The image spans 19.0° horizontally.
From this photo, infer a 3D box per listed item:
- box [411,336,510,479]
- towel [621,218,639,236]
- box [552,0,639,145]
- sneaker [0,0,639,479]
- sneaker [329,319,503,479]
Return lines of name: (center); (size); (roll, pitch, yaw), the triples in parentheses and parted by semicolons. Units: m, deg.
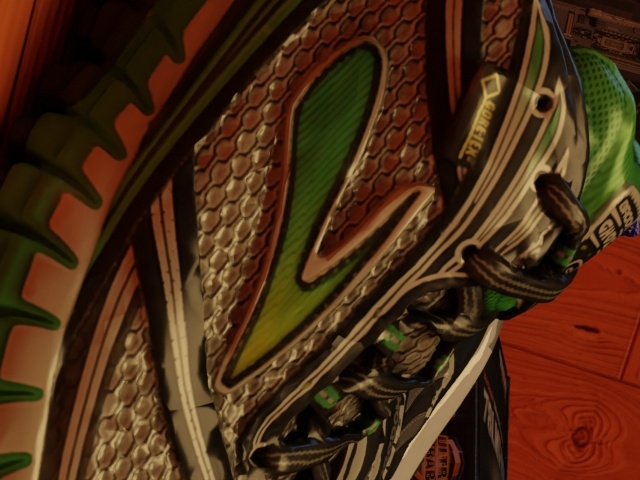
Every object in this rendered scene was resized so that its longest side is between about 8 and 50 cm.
box: (0.104, 0.188, 1.491); (0.295, 0.073, 0.293); (71, 21, -63)
towel: (0.217, -0.168, 1.318); (0.228, 0.076, 0.308); (-28, 110, -61)
box: (0.113, -0.102, 0.906); (0.232, 0.183, 0.059); (76, 33, -75)
sneaker: (0.000, 0.000, 0.468); (0.134, 0.146, 0.343); (68, 41, -79)
sneaker: (0.017, 0.049, 0.887); (0.124, 0.107, 0.283); (78, 30, -63)
